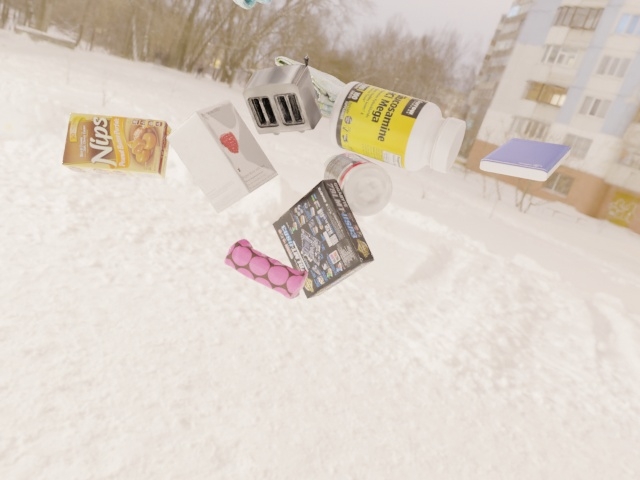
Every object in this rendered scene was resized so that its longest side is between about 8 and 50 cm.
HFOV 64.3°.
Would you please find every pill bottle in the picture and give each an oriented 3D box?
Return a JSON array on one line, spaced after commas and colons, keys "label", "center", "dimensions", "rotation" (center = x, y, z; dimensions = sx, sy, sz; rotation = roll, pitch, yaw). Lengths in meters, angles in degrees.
[{"label": "pill bottle", "center": [0.110, -0.207, 1.762], "dimensions": [0.177, 0.176, 0.318], "rotation": [14, 14, -21]}, {"label": "pill bottle", "center": [0.207, -0.300, 1.382], "dimensions": [0.334, 0.187, 0.188], "rotation": [22, 14, 20]}]

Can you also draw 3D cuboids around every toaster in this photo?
[{"label": "toaster", "center": [-0.099, -0.376, 1.354], "dimensions": [0.168, 0.185, 0.110], "rotation": [0, 45, 20]}]

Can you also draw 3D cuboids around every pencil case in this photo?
[{"label": "pencil case", "center": [-0.136, 0.070, 1.306], "dimensions": [0.210, 0.095, 0.098], "rotation": [29, 41, 7]}]

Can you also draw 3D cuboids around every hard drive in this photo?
[{"label": "hard drive", "center": [0.703, -0.283, 1.734], "dimensions": [0.210, 0.040, 0.319], "rotation": [17, 32, 32]}]

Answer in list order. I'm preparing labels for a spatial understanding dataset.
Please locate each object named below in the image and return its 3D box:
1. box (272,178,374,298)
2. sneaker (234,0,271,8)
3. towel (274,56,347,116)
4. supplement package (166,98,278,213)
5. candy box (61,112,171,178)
[{"label": "box", "center": [0.000, 0.000, 1.643], "dimensions": [0.073, 0.293, 0.295], "rotation": [-12, 71, -44]}, {"label": "sneaker", "center": [-0.150, -0.680, 1.263], "dimensions": [0.150, 0.135, 0.366], "rotation": [43, -8, -22]}, {"label": "towel", "center": [0.042, -0.534, 1.847], "dimensions": [0.375, 0.090, 0.320], "rotation": [3, 37, -48]}, {"label": "supplement package", "center": [-0.313, -0.271, 1.642], "dimensions": [0.292, 0.175, 0.177], "rotation": [57, 39, -9]}, {"label": "candy box", "center": [-0.671, -0.312, 1.690], "dimensions": [0.317, 0.182, 0.087], "rotation": [5, -9, -1]}]
